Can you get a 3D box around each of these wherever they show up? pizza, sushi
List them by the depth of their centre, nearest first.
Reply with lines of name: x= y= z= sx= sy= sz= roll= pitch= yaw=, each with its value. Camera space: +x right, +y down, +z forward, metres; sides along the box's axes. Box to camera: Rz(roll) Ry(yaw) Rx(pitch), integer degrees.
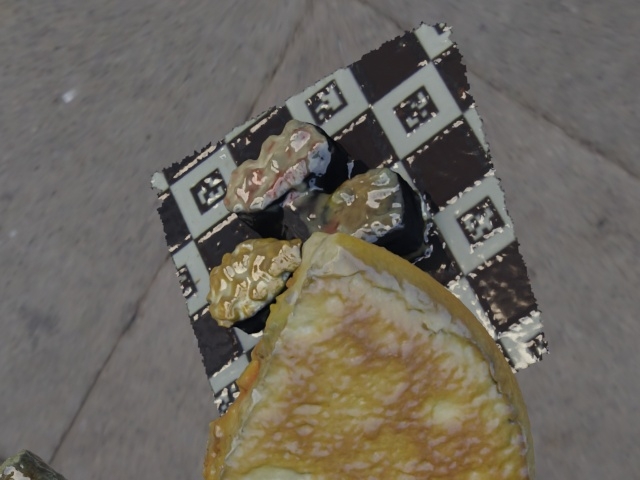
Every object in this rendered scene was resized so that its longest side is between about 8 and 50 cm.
pizza: x=0.010 y=0.069 z=0.709 sx=0.134 sy=0.046 sz=0.175 roll=-16 pitch=122 yaw=3
sushi: x=0.000 y=0.000 z=0.921 sx=0.193 sy=0.040 sz=0.210 roll=-28 pitch=56 yaw=19

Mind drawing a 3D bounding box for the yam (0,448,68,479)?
yam: x=-0.159 y=0.264 z=1.478 sx=0.274 sy=0.061 sz=0.061 roll=36 pitch=99 yaw=21
